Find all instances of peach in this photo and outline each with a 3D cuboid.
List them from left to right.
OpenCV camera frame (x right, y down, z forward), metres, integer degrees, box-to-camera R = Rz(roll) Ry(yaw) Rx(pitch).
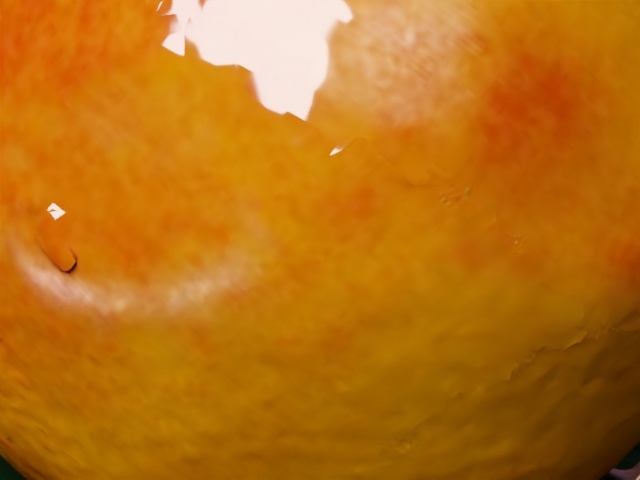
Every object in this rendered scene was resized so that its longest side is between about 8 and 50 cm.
[{"bbox_3d":[-0.025,-0.043,0.511,0.308,0.289,0.289,29,12,-3],"label":"peach"}]

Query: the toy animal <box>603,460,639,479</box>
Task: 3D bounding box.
[{"bbox_3d":[0.150,0.078,0.657,0.155,0.095,0.219,35,-19,53],"label":"toy animal"}]
